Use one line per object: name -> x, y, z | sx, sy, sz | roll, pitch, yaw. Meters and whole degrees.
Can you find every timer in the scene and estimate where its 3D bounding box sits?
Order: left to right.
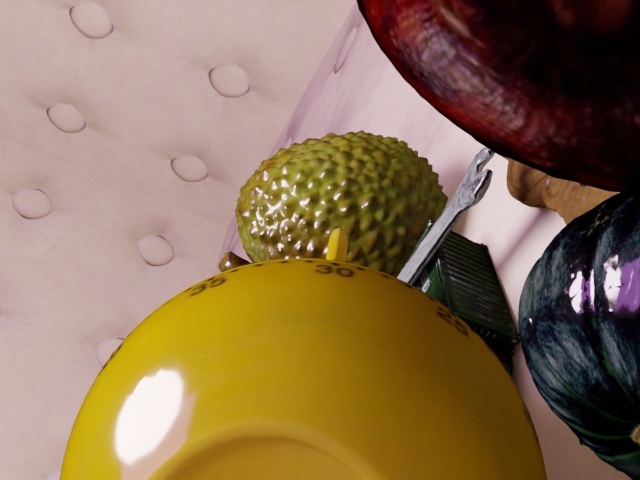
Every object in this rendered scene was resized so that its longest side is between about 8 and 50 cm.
timer -> -0.005, 0.178, 0.613 | 0.387, 0.376, 0.376 | -13, -54, -86

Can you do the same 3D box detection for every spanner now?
spanner -> 0.103, 0.022, 0.862 | 0.071, 0.017, 0.302 | -80, 17, -53

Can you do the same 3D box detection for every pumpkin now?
pumpkin -> 0.196, 0.058, 0.400 | 0.140, 0.202, 0.202 | -55, 5, -30

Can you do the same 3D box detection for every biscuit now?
biscuit -> 0.248, -0.108, 0.809 | 0.319, 0.047, 0.183 | -87, 20, -51

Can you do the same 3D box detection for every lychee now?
lychee -> 0.010, -0.006, 1.050 | 0.270, 0.320, 0.269 | 166, 90, -72

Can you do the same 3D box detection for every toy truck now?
toy truck -> 0.133, 0.099, 0.837 | 0.259, 0.088, 0.121 | -89, 25, -61

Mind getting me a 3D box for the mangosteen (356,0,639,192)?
mangosteen -> 0.223, -0.210, 0.452 | 0.381, 0.421, 0.380 | 25, 122, 48
